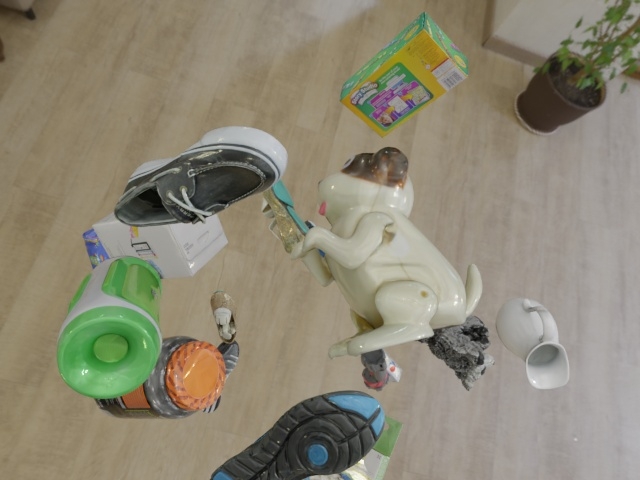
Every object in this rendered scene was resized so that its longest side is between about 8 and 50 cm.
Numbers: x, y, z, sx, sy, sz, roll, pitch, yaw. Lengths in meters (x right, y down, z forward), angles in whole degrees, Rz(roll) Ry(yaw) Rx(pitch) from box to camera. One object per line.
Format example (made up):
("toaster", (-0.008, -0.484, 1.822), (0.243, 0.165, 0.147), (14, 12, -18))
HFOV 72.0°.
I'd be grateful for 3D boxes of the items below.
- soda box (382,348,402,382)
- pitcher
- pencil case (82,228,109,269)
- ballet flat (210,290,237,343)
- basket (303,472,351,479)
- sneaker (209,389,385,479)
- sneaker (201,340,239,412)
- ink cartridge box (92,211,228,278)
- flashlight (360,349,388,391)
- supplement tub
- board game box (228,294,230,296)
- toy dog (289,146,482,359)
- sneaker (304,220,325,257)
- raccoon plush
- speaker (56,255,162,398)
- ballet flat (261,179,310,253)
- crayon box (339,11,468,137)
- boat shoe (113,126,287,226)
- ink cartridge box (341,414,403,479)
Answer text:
("soda box", (0.277, 0.552, 1.982), (0.216, 0.074, 0.069), (49, 47, -25))
("pitcher", (0.470, 0.194, 0.980), (0.126, 0.207, 0.177), (-5, 113, 7))
("pencil case", (-0.879, 0.097, 1.823), (0.119, 0.133, 0.306), (-37, 127, -51))
("ballet flat", (-0.282, 0.236, 1.311), (0.073, 0.206, 0.067), (-9, 44, -3))
("basket", (0.030, 0.642, 0.974), (0.289, 0.255, 0.201), (27, 89, -6))
("sneaker", (-0.037, 0.356, 0.776), (0.341, 0.140, 0.125), (-32, 76, 13))
("sneaker", (-0.340, 0.421, 1.403), (0.086, 0.132, 0.228), (28, 70, -20))
("ink cartridge box", (-0.388, -0.017, 1.091), (0.171, 0.233, 0.168), (-56, 135, -54))
("flashlight", (0.189, 0.453, 1.579), (0.103, 0.304, 0.103), (-13, 54, 4))
("supplement tub", (-0.426, 0.364, 1.166), (0.207, 0.338, 0.207), (27, 57, -50))
("board game box", (-0.331, 0.295, 1.594), (0.030, 0.260, 0.136), (-7, 98, -10))
("toy dog", (0.133, 0.007, 0.926), (0.396, 0.284, 0.407), (-15, 77, -5))
("sneaker", (0.000, 0.000, 1.686), (0.190, 0.071, 0.083), (57, 36, -10))
("raccoon plush", (0.499, 0.440, 1.829), (0.447, 0.299, 0.216), (18, 46, 17))
("speaker", (-0.304, 0.110, 0.663), (0.131, 0.296, 0.131), (-5, 104, -19))
("ballet flat", (-0.136, -0.091, 1.479), (0.123, 0.123, 0.348), (-16, 51, -19))
("crayon box", (0.202, -0.399, 1.101), (0.165, 0.278, 0.081), (33, 48, -27))
("boat shoe", (-0.194, -0.075, 0.689), (0.121, 0.335, 0.119), (46, 48, -37))
("ink cartridge box", (0.161, 0.702, 1.499), (0.056, 0.171, 0.235), (39, 69, -41))
